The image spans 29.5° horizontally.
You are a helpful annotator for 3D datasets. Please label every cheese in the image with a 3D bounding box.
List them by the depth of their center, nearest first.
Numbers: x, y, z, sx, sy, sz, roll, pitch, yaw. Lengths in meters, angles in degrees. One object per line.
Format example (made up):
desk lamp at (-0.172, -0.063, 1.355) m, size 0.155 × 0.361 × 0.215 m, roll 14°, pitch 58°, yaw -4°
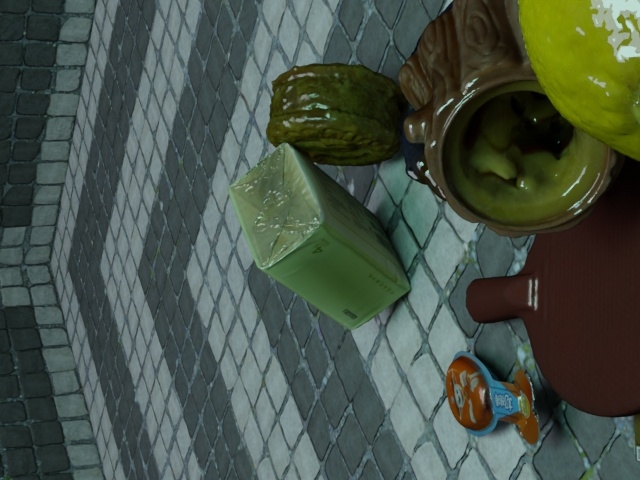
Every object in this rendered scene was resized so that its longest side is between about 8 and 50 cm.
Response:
cheese at (0.200, 0.186, 1.439) m, size 0.256 × 0.037 × 0.106 m, roll 172°, pitch 88°, yaw -75°

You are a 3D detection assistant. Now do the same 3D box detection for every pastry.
pastry at (0.021, -0.165, 1.628) m, size 0.188 × 0.188 × 0.103 m, roll 157°, pitch 122°, yaw -64°

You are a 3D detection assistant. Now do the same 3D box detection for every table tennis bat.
table tennis bat at (0.271, 0.049, 1.271) m, size 0.414 × 0.051 × 0.268 m, roll 162°, pitch 113°, yaw -66°

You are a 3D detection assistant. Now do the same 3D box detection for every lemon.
lemon at (0.289, -0.193, 0.947) m, size 0.293 × 0.293 × 0.293 m, roll 177°, pitch 90°, yaw -65°

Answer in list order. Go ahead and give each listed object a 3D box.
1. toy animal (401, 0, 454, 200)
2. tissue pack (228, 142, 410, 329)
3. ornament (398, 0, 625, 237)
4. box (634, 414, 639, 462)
toy animal at (0.174, -0.188, 1.388) m, size 0.185 × 0.122 × 0.298 m, roll -130°, pitch 45°, yaw -53°
tissue pack at (0.000, 0.000, 1.643) m, size 0.125 × 0.234 × 0.159 m, roll -36°, pitch 51°, yaw 16°
ornament at (0.185, -0.128, 1.174) m, size 0.218 × 0.221 × 0.235 m, roll -81°, pitch -5°, yaw -62°
box at (0.341, 0.157, 1.182) m, size 0.090 × 0.023 × 0.133 m, roll -178°, pitch 86°, yaw -67°
